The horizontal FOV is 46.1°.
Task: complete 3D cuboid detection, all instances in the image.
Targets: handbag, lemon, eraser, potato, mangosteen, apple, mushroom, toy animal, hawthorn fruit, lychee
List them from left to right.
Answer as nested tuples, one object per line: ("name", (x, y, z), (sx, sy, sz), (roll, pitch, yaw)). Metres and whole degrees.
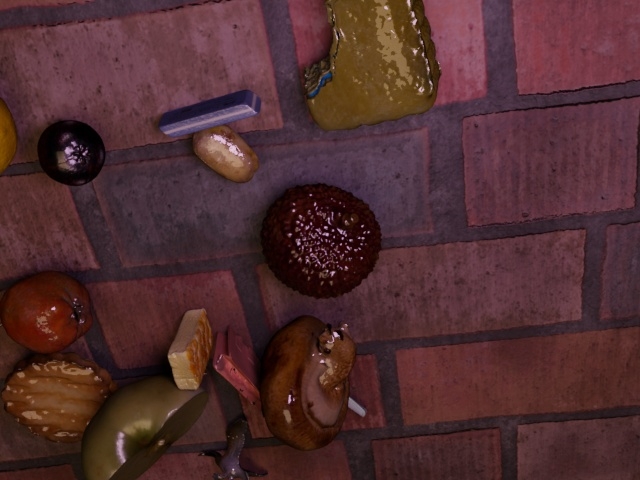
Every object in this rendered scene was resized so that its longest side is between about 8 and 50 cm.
("lemon", (-0.768, -0.236, 1.631), (0.204, 0.204, 0.260), (1, 131, 1))
("hawthorn fruit", (-0.717, 0.183, 1.898), (0.263, 0.210, 0.210), (-7, 123, 16))
("mangosteen", (-0.562, -0.196, 1.691), (0.153, 0.152, 0.152), (1, 123, 1))
("apple", (-0.464, 0.525, 2.022), (0.320, 0.311, 0.360), (-1, 165, -1))
("eraser", (-0.242, -0.278, 1.653), (0.225, 0.082, 0.036), (-13, 123, 11))
("potato", (-0.215, -0.200, 1.703), (0.171, 0.080, 0.107), (36, 125, -16))
("toy animal", (-0.279, 0.655, 2.234), (0.197, 0.160, 0.272), (-4, 116, 7))
("handbag", (-0.201, 0.343, 2.010), (0.059, 0.157, 0.212), (-32, 117, 12))
("mushroom", (-0.015, 0.368, 1.920), (0.260, 0.345, 0.345), (-10, 124, 29))
("lychee", (0.000, 0.000, 1.724), (0.276, 0.275, 0.304), (31, 144, -17))

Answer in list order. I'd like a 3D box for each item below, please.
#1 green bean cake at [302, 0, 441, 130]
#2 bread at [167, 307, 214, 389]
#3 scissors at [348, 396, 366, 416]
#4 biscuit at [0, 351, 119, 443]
("green bean cake", (0.084, -0.398, 1.512), (0.285, 0.202, 0.309), (-5, 122, 20))
("bread", (-0.332, 0.279, 1.956), (0.068, 0.188, 0.125), (-3, 122, 10))
("scissors", (0.032, 0.423, 2.128), (0.256, 0.030, 0.125), (37, 114, -18))
("biscuit", (-0.723, 0.433, 2.117), (0.326, 0.107, 0.325), (-1, 124, -1))
